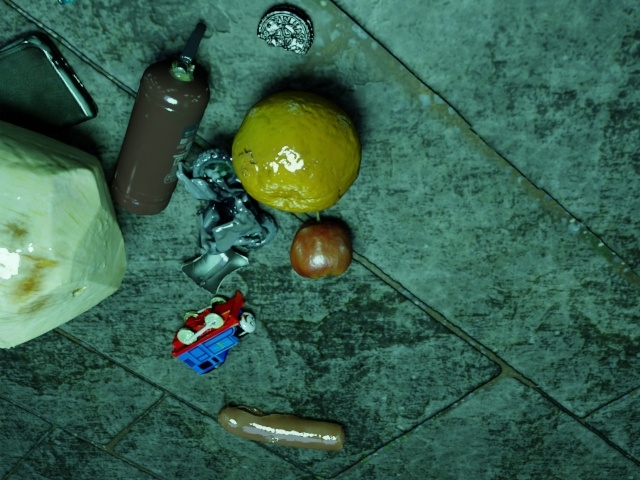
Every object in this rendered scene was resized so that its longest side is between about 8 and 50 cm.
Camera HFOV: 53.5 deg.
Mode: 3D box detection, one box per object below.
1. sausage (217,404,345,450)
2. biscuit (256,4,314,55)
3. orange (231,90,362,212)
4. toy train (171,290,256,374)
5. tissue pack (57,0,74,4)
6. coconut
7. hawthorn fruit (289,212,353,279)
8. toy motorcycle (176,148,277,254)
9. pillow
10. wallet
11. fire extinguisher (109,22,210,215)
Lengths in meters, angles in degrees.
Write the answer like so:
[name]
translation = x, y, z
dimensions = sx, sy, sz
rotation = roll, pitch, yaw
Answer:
[sausage]
translation = -0.099, 0.474, 1.596
dimensions = 0.326, 0.079, 0.087
rotation = 9, 137, 1
[biscuit]
translation = -0.056, -0.336, 1.028
dimensions = 0.087, 0.027, 0.089
rotation = -25, 120, 22
[orange]
translation = -0.039, -0.146, 1.060
dimensions = 0.219, 0.193, 0.219
rotation = -7, 167, -2
[toy train]
translation = -0.234, 0.205, 1.411
dimensions = 0.204, 0.083, 0.131
rotation = -31, 117, 27
[tissue pack]
translation = -0.369, -0.421, 1.002
dimensions = 0.137, 0.028, 0.085
rotation = -9, 124, 8
[coconut]
translation = -0.531, -0.013, 1.098
dimensions = 0.415, 0.345, 0.415
rotation = 7, 148, 5
[hawthorn fruit]
translation = 0.001, 0.016, 1.223
dimensions = 0.125, 0.125, 0.140
rotation = 0, 128, 6
[toy motorcycle]
translation = -0.187, -0.058, 1.180
dimensions = 0.159, 0.106, 0.270
rotation = -21, 141, 6
[pillow]
translation = -0.221, 0.052, 1.316
dimensions = 0.135, 0.055, 0.091
rotation = -42, 81, 27
[wallet]
translation = -0.577, -0.243, 1.144
dimensions = 0.317, 0.045, 0.172
rotation = -18, 125, 18
[fire extinguisher]
translation = -0.268, -0.203, 1.094
dimensions = 0.114, 0.135, 0.337
rotation = 21, 131, -14
